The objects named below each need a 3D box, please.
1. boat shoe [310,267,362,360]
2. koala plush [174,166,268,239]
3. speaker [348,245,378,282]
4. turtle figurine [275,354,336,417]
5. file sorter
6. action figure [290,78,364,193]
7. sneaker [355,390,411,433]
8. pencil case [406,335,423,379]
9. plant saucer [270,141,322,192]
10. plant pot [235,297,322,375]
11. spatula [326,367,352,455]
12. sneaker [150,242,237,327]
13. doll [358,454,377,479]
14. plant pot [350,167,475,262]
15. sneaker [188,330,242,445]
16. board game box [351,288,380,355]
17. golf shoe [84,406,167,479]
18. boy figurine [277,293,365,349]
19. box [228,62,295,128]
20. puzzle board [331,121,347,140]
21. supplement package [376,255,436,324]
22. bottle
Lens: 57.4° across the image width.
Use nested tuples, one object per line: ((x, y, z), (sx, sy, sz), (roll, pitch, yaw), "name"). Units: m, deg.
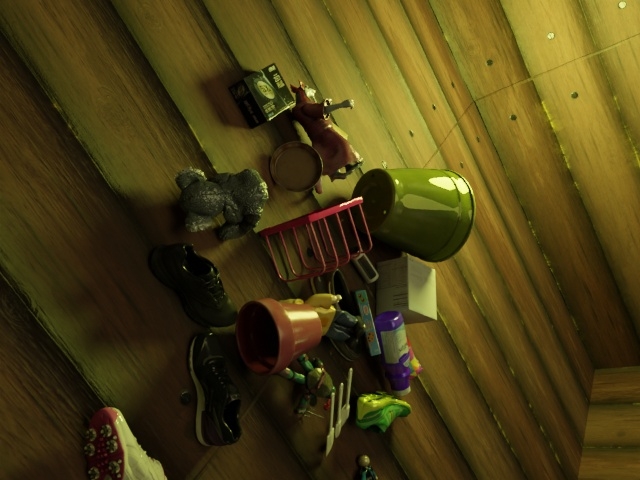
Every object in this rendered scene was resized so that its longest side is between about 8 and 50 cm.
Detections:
((0.072, 0.243, 1.905), (0.112, 0.095, 0.335), (-36, 105, -50), "boat shoe")
((-0.276, -0.110, 1.553), (0.221, 0.203, 0.196), (-2, 79, -39), "koala plush")
((0.152, 0.086, 2.092), (0.136, 0.055, 0.055), (56, 42, -22), "speaker")
((-0.028, 0.410, 1.720), (0.234, 0.118, 0.175), (46, 46, -23), "turtle figurine")
((0.000, 0.000, 1.820), (0.291, 0.202, 0.182), (-24, 97, -51), "file sorter")
((-0.009, -0.375, 2.009), (0.276, 0.248, 0.370), (-37, 95, -6), "action figure")
((0.201, 0.577, 1.962), (0.295, 0.109, 0.123), (19, 90, -50), "sneaker")
((0.283, 0.389, 2.110), (0.104, 0.104, 0.236), (-40, 109, -49), "pencil case")
((-0.078, -0.234, 1.879), (0.168, 0.029, 0.168), (1, 82, -7), "plant saucer")
((-0.103, 0.251, 1.590), (0.180, 0.201, 0.201), (-5, 81, -43), "plant pot")
((0.055, 0.508, 1.756), (0.168, 0.019, 0.242), (-41, 141, -50), "spatula")
((-0.297, 0.117, 1.477), (0.286, 0.130, 0.109), (50, 42, -29), "sneaker")
((0.163, 0.777, 1.858), (0.189, 0.046, 0.129), (68, 19, 12), "doll")
((0.315, -0.119, 2.159), (0.353, 0.366, 0.366), (10, 70, -37), "plant pot")
((-0.244, 0.363, 1.457), (0.107, 0.124, 0.283), (3, 75, -51), "sneaker")
((0.151, 0.271, 1.966), (0.160, 0.039, 0.211), (123, -46, -86), "board game box")
((-0.406, 0.492, 1.247), (0.140, 0.115, 0.306), (-20, 100, -62), "golf shoe")
((-0.002, 0.234, 1.776), (0.285, 0.177, 0.092), (24, 16, -27), "boy figurine")
((-0.182, -0.461, 1.858), (0.180, 0.077, 0.147), (-46, 112, -47), "box")
((0.053, -0.384, 2.170), (0.128, 0.011, 0.096), (31, 56, -40), "puzzle board")
((0.320, 0.191, 2.180), (0.194, 0.149, 0.203), (25, 59, -44), "supplement package")
((0.253, 0.388, 1.997), (0.118, 0.092, 0.283), (-28, 110, -58), "bottle")
